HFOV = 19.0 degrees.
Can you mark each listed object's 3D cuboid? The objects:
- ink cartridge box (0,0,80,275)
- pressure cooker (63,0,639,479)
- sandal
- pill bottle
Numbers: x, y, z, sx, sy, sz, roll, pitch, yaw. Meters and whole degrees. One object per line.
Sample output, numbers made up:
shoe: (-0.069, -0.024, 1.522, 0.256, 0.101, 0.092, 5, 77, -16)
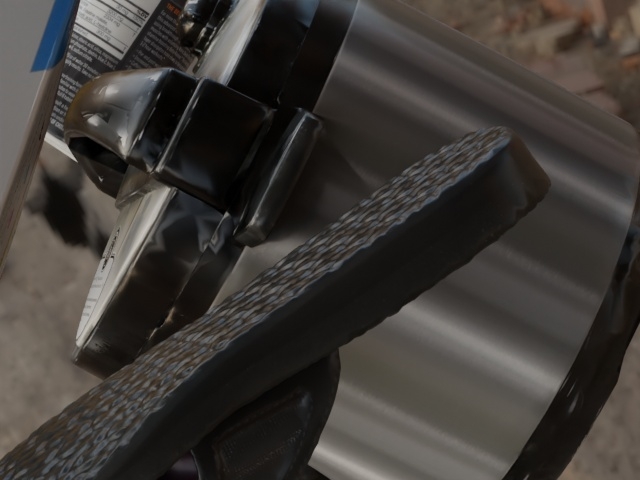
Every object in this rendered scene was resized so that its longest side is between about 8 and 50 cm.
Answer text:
ink cartridge box: (-0.214, -0.061, 0.889, 0.168, 0.232, 0.171, 18, 68, -7)
pressure cooker: (0.002, -0.005, 1.426, 0.420, 0.370, 0.375, 28, 41, -8)
sandal: (-0.048, 0.104, 1.035, 0.446, 0.107, 0.167, -35, 10, -3)
pill bottle: (-0.184, -0.191, 1.813, 0.130, 0.130, 0.245, 30, 85, 46)
